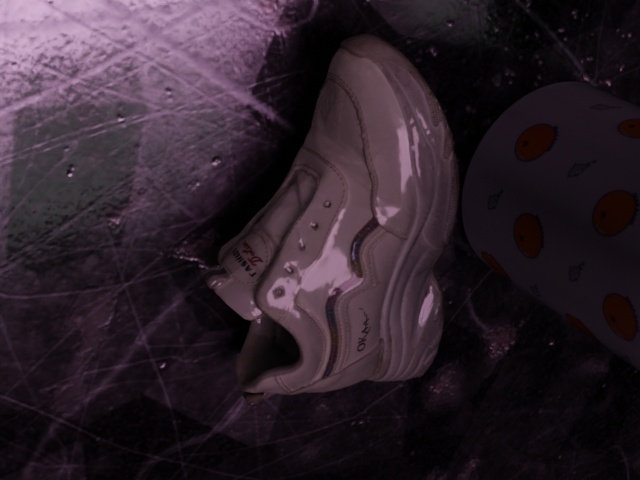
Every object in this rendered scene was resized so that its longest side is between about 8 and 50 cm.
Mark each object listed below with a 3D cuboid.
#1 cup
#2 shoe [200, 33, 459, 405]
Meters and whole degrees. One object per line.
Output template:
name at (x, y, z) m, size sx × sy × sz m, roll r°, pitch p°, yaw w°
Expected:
cup at (0.300, 0.003, 0.942) m, size 0.212 × 0.317 × 0.212 m, roll -12°, pitch 119°, yaw -22°
shoe at (0.000, 0.000, 0.895) m, size 0.211 × 0.132 × 0.342 m, roll -16°, pitch 123°, yaw -24°
